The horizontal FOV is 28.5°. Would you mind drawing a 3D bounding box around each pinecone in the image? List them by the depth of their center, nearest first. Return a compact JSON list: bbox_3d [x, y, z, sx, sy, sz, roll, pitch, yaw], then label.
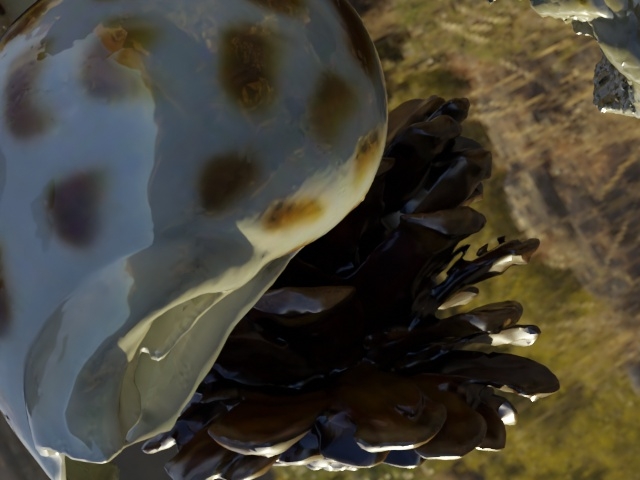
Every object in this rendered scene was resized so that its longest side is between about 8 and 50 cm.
[{"bbox_3d":[0.000,0.000,0.973,0.384,0.384,0.384,50,157,30],"label":"pinecone"}]

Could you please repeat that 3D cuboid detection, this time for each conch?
[{"bbox_3d":[-0.060,-0.039,0.518,0.149,0.275,0.183,39,144,3],"label":"conch"}]

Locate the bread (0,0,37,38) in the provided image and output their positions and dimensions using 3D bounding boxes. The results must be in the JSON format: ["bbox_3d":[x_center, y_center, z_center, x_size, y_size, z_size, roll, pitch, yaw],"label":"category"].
[{"bbox_3d":[-0.389,-0.216,1.190,0.366,0.382,0.129,24,159,-17],"label":"bread"}]

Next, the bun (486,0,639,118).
[{"bbox_3d":[0.269,-0.209,0.926,0.205,0.281,0.281,-105,0,-55],"label":"bun"}]
